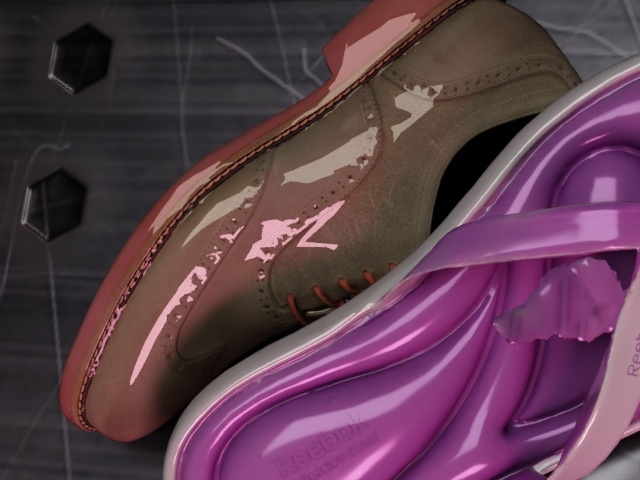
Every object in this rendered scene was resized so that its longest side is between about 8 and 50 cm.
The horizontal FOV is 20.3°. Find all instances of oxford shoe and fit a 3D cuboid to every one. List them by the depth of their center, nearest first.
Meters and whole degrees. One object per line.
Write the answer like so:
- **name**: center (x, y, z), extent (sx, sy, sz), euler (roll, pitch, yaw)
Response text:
- **oxford shoe**: center (0.000, 0.000, 0.989), extent (0.348, 0.123, 0.130), euler (-46, 69, 5)

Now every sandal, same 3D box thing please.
- **sandal**: center (0.100, 0.058, 0.908), extent (0.416, 0.102, 0.169), euler (-38, 96, 11)
